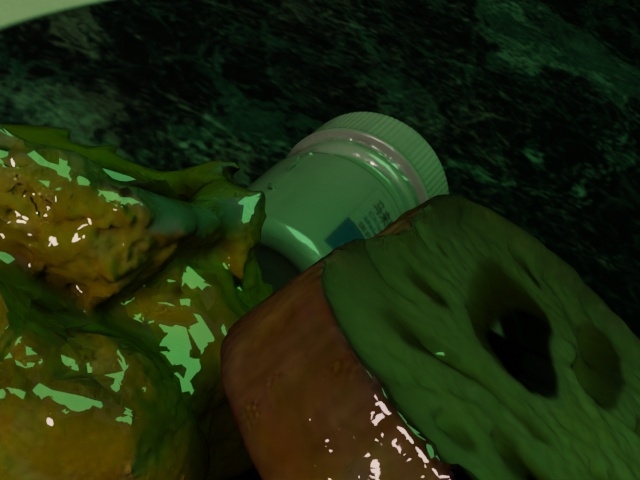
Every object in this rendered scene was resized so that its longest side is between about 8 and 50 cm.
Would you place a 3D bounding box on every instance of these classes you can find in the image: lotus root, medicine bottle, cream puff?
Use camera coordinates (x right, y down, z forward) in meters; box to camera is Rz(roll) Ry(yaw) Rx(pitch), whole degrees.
[{"bbox_3d":[0.108,0.132,0.692,0.375,0.111,0.390,41,21,-31],"label":"lotus root"},{"bbox_3d":[0.000,0.000,0.888,0.105,0.105,0.168,35,35,7],"label":"medicine bottle"},{"bbox_3d":[-0.134,0.020,0.699,0.281,0.185,0.282,19,39,-17],"label":"cream puff"}]
